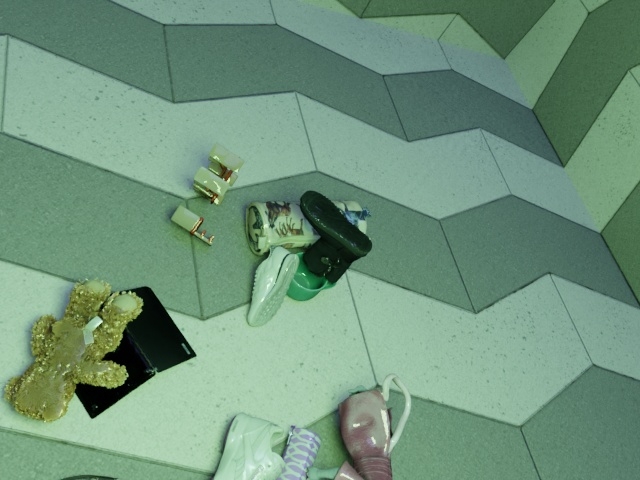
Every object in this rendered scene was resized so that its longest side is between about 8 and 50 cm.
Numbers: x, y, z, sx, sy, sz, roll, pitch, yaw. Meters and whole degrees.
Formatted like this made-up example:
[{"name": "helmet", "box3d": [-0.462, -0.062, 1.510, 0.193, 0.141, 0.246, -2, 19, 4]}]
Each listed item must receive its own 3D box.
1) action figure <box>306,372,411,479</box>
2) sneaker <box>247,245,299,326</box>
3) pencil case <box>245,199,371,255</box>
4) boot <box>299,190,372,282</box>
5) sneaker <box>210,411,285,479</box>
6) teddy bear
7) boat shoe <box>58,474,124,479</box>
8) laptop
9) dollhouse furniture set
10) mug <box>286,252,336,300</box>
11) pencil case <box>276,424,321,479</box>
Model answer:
[{"name": "action figure", "box3d": [0.136, 0.554, 1.333, 0.248, 0.275, 0.370, 47, 21, -31]}, {"name": "sneaker", "box3d": [-0.149, 0.129, 1.574, 0.094, 0.090, 0.235, 25, 82, 25]}, {"name": "pencil case", "box3d": [-0.040, -0.042, 1.740, 0.410, 0.160, 0.183, -3, 28, -33]}, {"name": "boot", "box3d": [0.000, 0.000, 1.570, 0.246, 0.207, 0.094, 40, 47, -6]}, {"name": "sneaker", "box3d": [-0.165, 0.536, 1.256, 0.152, 0.114, 0.305, 10, 48, 5]}, {"name": "teddy bear", "box3d": [-0.539, 0.240, 1.248, 0.244, 0.113, 0.338, 11, 62, -8]}, {"name": "boat shoe", "box3d": [-0.397, 0.550, 1.149, 0.335, 0.095, 0.112, 22, 49, -16]}, {"name": "laptop", "box3d": [-0.483, 0.259, 1.365, 0.264, 0.137, 0.234, -35, 78, -16]}, {"name": "dollhouse furniture set", "box3d": [-0.304, -0.128, 1.611, 0.135, 0.262, 0.259, 32, 81, -9]}, {"name": "mug", "box3d": [-0.045, 0.123, 1.667, 0.157, 0.097, 0.129, 39, 46, -1]}, {"name": "pencil case", "box3d": [-0.068, 0.552, 1.350, 0.088, 0.086, 0.206, 35, 47, -11]}]
